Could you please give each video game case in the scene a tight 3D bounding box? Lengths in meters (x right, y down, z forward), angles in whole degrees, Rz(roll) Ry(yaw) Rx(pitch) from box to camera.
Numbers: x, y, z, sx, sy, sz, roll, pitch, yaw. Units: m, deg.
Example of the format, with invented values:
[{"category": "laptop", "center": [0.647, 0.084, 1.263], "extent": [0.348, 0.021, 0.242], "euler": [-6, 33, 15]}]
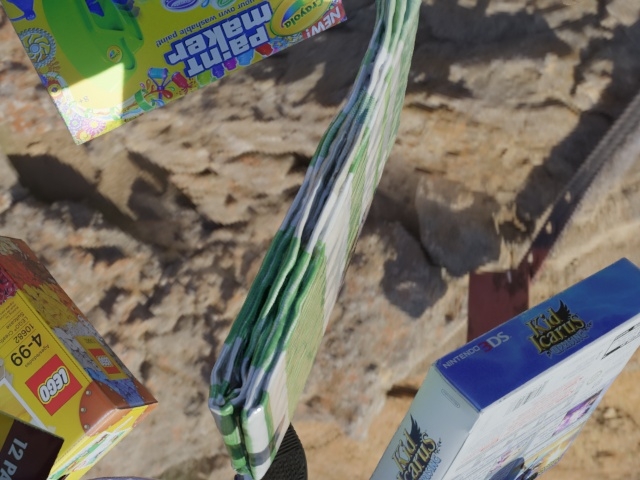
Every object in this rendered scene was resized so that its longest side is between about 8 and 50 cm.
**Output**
[{"category": "video game case", "center": [0.158, 0.155, 0.957], "extent": [0.061, 0.270, 0.244], "euler": [44, 134, 27]}]

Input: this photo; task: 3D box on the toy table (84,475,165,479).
[{"category": "toy table", "center": [-0.063, 0.249, 0.653], "extent": [0.252, 0.161, 0.274], "euler": [-40, 85, -12]}]

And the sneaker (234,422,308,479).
[{"category": "sneaker", "center": [-0.095, 0.353, 1.371], "extent": [0.178, 0.124, 0.295], "euler": [-27, 67, 30]}]

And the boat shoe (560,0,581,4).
[{"category": "boat shoe", "center": [0.190, -0.290, 0.979], "extent": [0.066, 0.066, 0.183], "euler": [-46, 62, 50]}]

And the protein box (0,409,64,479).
[{"category": "protein box", "center": [-0.301, 0.124, 0.627], "extent": [0.201, 0.200, 0.136], "euler": [10, 71, 37]}]

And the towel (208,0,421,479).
[{"category": "towel", "center": [0.000, 0.000, 0.787], "extent": [0.038, 0.248, 0.324], "euler": [18, 70, 7]}]

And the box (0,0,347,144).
[{"category": "box", "center": [-0.168, -0.294, 1.026], "extent": [0.290, 0.177, 0.279], "euler": [-27, 130, -7]}]

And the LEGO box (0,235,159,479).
[{"category": "LEGO box", "center": [-0.575, 0.289, 1.752], "extent": [0.500, 0.193, 0.372], "euler": [-43, 78, 6]}]
